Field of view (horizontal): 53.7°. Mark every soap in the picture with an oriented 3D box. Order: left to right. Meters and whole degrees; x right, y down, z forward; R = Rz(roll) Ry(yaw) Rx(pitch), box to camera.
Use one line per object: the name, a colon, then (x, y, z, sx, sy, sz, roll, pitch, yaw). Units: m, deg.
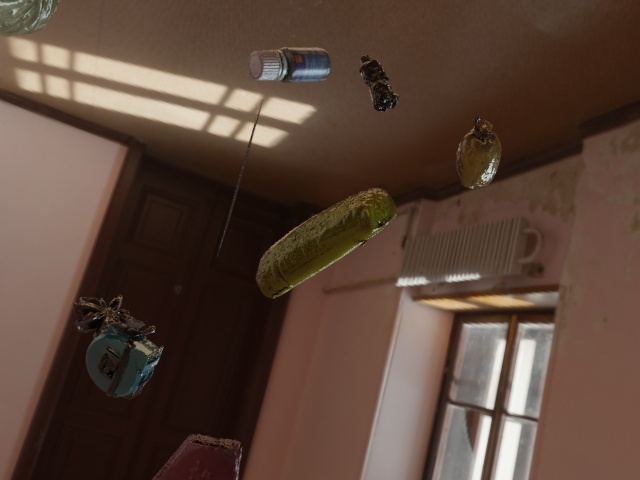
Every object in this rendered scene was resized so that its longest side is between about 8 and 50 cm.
soap: (-0.245, 0.485, 1.210, 0.162, 0.250, 0.099, 39, 175, 4)

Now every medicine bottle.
medicine bottle: (-0.074, -0.420, 1.516, 0.203, 0.084, 0.083, -12, -175, -36)

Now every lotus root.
lotus root: (0.437, -0.243, 1.743, 0.118, 0.125, 0.221, 9, 122, 10)

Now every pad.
pad: (-0.119, -0.094, 0.939, 0.003, 0.212, 0.143, 16, -154, -8)

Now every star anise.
star anise: (-0.596, 0.233, 1.795, 0.231, 0.089, 0.209, 34, -153, -5)

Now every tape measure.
tape measure: (-0.383, 0.229, 1.218, 0.125, 0.146, 0.081, 31, -162, 11)

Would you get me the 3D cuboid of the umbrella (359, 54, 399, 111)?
umbrella: (0.143, -0.424, 1.679, 0.066, 0.236, 0.059, -12, 138, -7)

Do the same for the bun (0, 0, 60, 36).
bun: (-0.571, -0.556, 1.161, 0.210, 0.360, 0.360, 15, 167, -2)

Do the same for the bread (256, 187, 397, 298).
bread: (0.000, 0.000, 1.435, 0.383, 0.112, 0.166, -33, -177, 32)
